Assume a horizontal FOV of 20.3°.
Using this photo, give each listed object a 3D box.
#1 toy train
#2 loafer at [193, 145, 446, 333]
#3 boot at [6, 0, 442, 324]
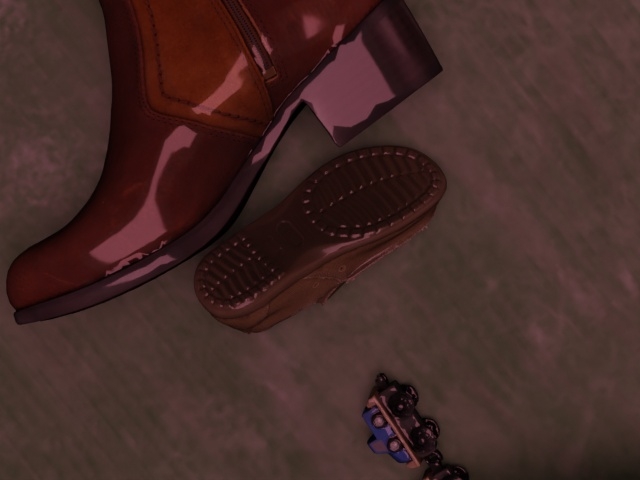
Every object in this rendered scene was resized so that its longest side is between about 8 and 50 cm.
[{"bbox_3d":[0.067,0.143,0.969,0.036,0.027,0.158,-31,94,14],"label":"toy train"},{"bbox_3d":[0.000,0.000,0.947,0.148,0.050,0.056,-28,63,-10],"label":"loafer"},{"bbox_3d":[-0.117,-0.127,0.914,0.264,0.096,0.280,-37,93,4],"label":"boot"}]
